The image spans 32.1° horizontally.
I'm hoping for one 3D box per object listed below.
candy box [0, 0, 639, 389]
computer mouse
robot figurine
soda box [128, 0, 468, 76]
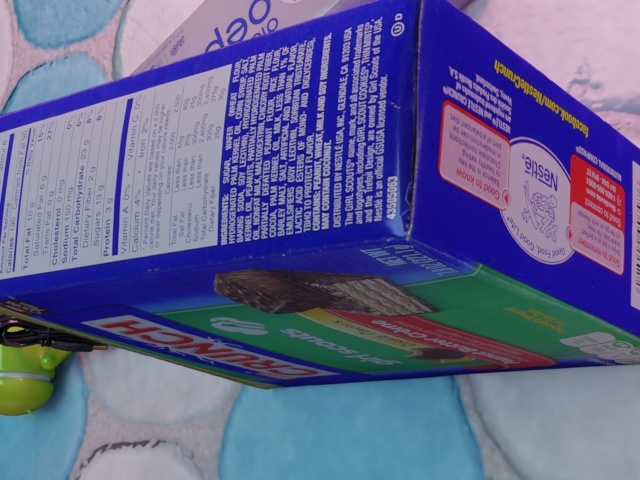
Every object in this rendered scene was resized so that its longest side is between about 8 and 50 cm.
[{"bbox_3d":[0.000,0.000,0.629,0.317,0.268,0.122,-8,69,40],"label":"candy box"},{"bbox_3d":[-0.209,-0.003,0.932,0.106,0.042,0.193,5,75,-2],"label":"computer mouse"},{"bbox_3d":[-0.263,0.098,0.960,0.101,0.067,0.115,-11,71,26],"label":"robot figurine"},{"bbox_3d":[-0.022,-0.143,0.805,0.286,0.091,0.098,-39,55,26],"label":"soda box"}]
